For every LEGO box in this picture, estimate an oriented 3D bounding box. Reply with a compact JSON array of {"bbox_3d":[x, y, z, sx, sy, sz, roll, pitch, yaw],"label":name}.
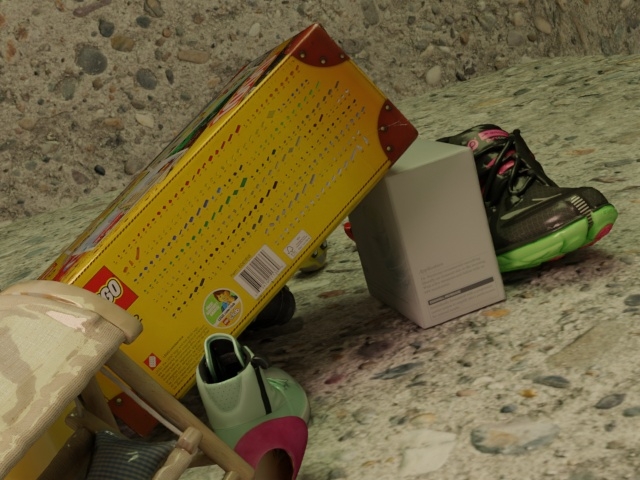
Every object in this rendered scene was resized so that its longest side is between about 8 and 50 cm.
[{"bbox_3d":[-0.156,-0.022,1.260,0.500,0.193,0.372,-48,15,-11],"label":"LEGO box"}]

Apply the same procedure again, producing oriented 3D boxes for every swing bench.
[{"bbox_3d":[-0.227,0.193,0.758,0.165,0.254,0.253,-18,24,36],"label":"swing bench"}]

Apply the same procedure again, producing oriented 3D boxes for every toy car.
[{"bbox_3d":[0.000,0.000,1.779,0.239,0.053,0.225,-22,16,-28],"label":"toy car"}]

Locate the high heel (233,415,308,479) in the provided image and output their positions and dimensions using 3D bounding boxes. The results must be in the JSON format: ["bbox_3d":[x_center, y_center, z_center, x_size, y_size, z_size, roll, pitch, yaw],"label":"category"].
[{"bbox_3d":[-0.044,0.240,0.871,0.117,0.082,0.244,-6,18,33],"label":"high heel"}]

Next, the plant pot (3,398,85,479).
[{"bbox_3d":[-0.330,0.214,0.950,0.254,0.238,0.254,-13,14,3],"label":"plant pot"}]

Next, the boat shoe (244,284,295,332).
[{"bbox_3d":[-0.114,0.092,1.479,0.102,0.108,0.301,14,-8,-18],"label":"boat shoe"}]

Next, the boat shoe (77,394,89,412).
[{"bbox_3d":[-0.336,0.201,1.178,0.076,0.083,0.226,-40,-15,-5],"label":"boat shoe"}]

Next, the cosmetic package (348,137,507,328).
[{"bbox_3d":[0.137,-0.020,1.377,0.138,0.224,0.224,-18,14,-14],"label":"cosmetic package"}]

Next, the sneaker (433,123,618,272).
[{"bbox_3d":[0.274,-0.076,1.491,0.185,0.202,0.483,-20,15,-16],"label":"sneaker"}]

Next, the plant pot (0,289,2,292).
[{"bbox_3d":[-0.526,0.200,1.308,0.234,0.165,0.165,-33,8,11],"label":"plant pot"}]

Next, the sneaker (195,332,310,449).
[{"bbox_3d":[-0.076,0.158,1.077,0.094,0.151,0.256,-16,13,4],"label":"sneaker"}]
